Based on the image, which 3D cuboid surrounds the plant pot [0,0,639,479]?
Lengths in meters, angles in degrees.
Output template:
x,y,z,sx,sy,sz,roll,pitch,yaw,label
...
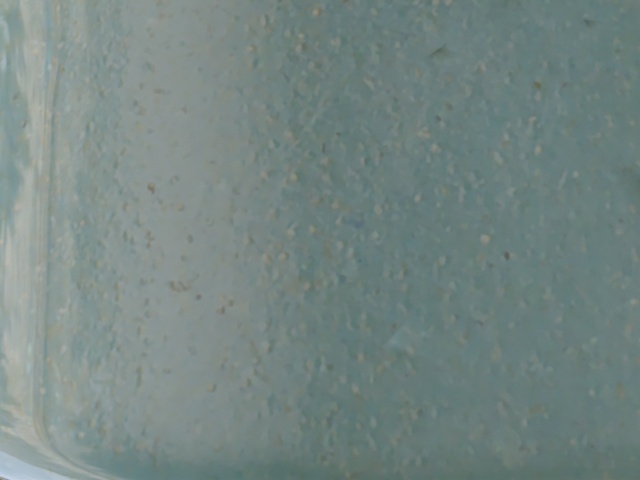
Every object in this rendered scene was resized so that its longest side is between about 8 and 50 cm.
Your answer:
x,y,z,sx,sy,sz,roll,pitch,yaw,label
0.000,0.000,0.529,0.252,0.248,0.247,-7,-108,9,plant pot
